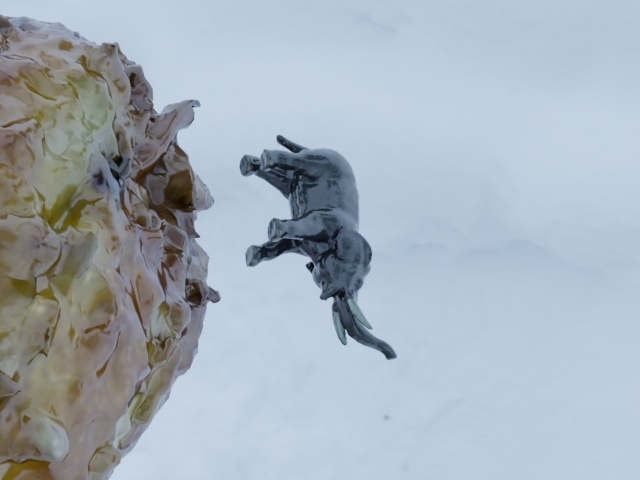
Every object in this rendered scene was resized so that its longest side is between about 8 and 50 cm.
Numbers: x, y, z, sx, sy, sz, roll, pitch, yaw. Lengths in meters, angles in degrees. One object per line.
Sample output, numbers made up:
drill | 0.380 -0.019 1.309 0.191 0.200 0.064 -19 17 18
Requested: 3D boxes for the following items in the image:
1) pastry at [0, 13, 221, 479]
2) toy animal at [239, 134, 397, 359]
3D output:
pastry | -0.223 0.034 0.617 0.292 0.337 0.405 42 144 -8
toy animal | -0.008 0.002 1.125 0.082 0.137 0.270 -44 52 47
